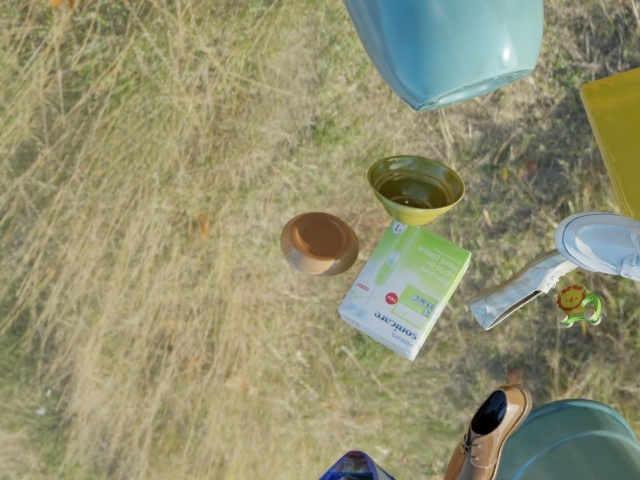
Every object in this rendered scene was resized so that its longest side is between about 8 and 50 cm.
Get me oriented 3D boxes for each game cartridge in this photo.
[{"bbox_3d":[0.634,-0.167,1.383,0.285,0.324,0.053,-15,158,12],"label":"game cartridge"}]

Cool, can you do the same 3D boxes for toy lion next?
[{"bbox_3d":[0.548,0.135,1.708,0.100,0.096,0.034,-11,138,43],"label":"toy lion"}]

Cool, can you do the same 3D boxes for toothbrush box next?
[{"bbox_3d":[0.204,0.112,1.935,0.206,0.283,0.122,30,170,15],"label":"toothbrush box"}]

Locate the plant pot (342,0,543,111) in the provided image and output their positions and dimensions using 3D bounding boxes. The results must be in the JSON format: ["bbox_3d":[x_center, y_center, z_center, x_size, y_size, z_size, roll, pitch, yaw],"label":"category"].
[{"bbox_3d":[0.190,-0.327,1.168,0.292,0.293,0.235,-18,90,25],"label":"plant pot"}]

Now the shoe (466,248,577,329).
[{"bbox_3d":[0.348,0.079,1.338,0.219,0.058,0.076,-34,152,26],"label":"shoe"}]

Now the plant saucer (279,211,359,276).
[{"bbox_3d":[0.000,0.000,1.977,0.199,0.200,0.037,12,140,-2],"label":"plant saucer"}]

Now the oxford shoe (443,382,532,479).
[{"bbox_3d":[0.226,0.299,1.171,0.076,0.076,0.212,16,102,-50],"label":"oxford shoe"}]

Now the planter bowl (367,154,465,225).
[{"bbox_3d":[0.205,-0.096,1.789,0.217,0.217,0.090,9,127,2],"label":"planter bowl"}]

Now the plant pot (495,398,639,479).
[{"bbox_3d":[0.484,0.508,1.385,0.340,0.334,0.341,-4,111,-10],"label":"plant pot"}]

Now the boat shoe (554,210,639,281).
[{"bbox_3d":[0.473,0.014,1.164,0.258,0.084,0.095,10,91,-5],"label":"boat shoe"}]

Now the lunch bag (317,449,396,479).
[{"bbox_3d":[0.081,0.615,1.408,0.238,0.386,0.328,-13,129,39],"label":"lunch bag"}]
